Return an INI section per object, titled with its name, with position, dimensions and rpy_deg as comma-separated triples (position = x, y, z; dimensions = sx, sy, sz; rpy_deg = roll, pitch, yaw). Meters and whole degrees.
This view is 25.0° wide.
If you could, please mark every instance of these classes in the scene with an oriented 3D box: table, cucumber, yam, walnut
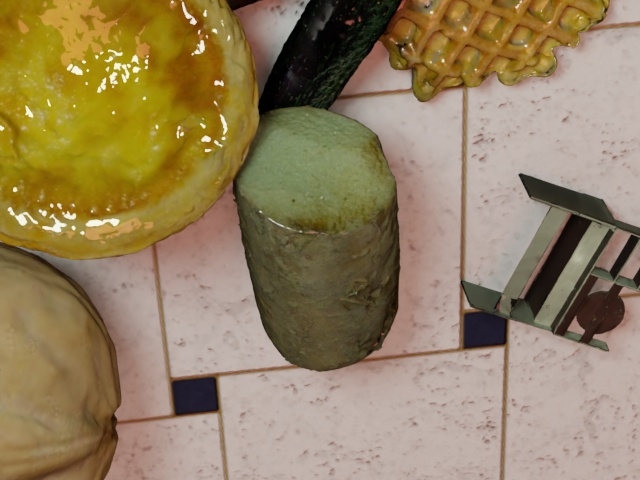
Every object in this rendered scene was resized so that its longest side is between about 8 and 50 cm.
[table]
position = 0.263, 0.026, 1.545
dimensions = 0.175, 0.062, 0.146
rpy_deg = 17, 118, -17
[cucumber]
position = -0.005, -0.167, 1.360
dimensions = 0.074, 0.074, 0.241
rpy_deg = 19, 134, -18
[yam]
position = 0.000, 0.000, 1.397
dimensions = 0.161, 0.161, 0.268
rpy_deg = -8, 144, -3
[walnut]
position = -0.377, 0.167, 1.396
dimensions = 0.381, 0.381, 0.381
rpy_deg = -4, 122, -6

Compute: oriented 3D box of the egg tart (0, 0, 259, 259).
[egg tart]
position = -0.214, -0.129, 1.296
dimensions = 0.319, 0.128, 0.318
rpy_deg = 1, 83, -6

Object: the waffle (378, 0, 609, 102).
[waffle]
position = 0.160, -0.248, 1.373
dimensions = 0.238, 0.058, 0.243
rpy_deg = -22, 124, 3

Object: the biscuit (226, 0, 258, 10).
[biscuit]
position = -0.070, -0.310, 1.234
dimensions = 0.106, 0.070, 0.252
rpy_deg = -20, 146, 0
